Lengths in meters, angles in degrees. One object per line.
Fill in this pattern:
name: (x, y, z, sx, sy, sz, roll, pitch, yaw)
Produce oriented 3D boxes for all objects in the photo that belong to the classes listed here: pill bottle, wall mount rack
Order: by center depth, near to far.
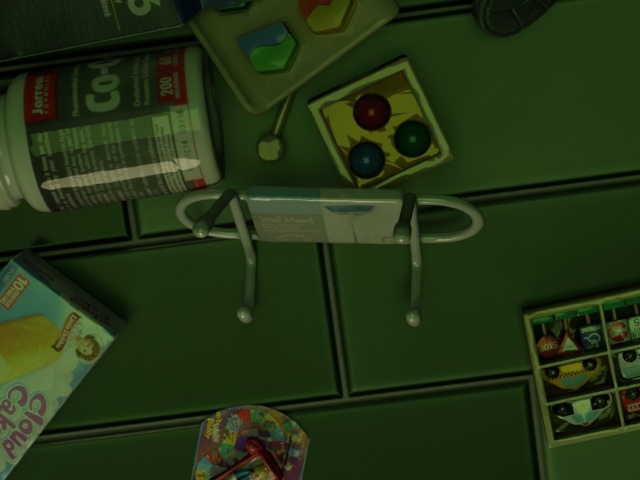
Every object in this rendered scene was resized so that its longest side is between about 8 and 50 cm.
wall mount rack: (0.000, 0.000, 1.697, 0.350, 0.304, 0.130, 1, 66, 7)
pill bottle: (-0.258, -0.119, 1.758, 0.283, 0.161, 0.161, -9, 99, 2)

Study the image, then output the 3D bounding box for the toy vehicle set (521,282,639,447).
toy vehicle set: (0.382, 0.134, 1.846, 0.267, 0.035, 0.166, -13, 98, 3)

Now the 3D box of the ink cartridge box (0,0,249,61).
ink cartridge box: (-0.247, -0.365, 1.686, 0.307, 0.072, 0.303, -10, 113, 8)

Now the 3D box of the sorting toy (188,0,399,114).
sorting toy: (-0.045, -0.274, 1.766, 0.208, 0.038, 0.193, -35, 79, 5)

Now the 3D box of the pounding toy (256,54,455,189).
pounding toy: (0.021, -0.134, 1.783, 0.206, 0.094, 0.181, -25, 98, 5)

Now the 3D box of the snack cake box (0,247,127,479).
snack cake box: (-0.370, 0.160, 1.842, 0.152, 0.089, 0.264, 38, 98, -4)

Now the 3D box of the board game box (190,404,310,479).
board game box: (-0.088, 0.282, 1.883, 0.133, 0.033, 0.169, 11, 99, -1)

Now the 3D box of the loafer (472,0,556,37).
loafer: (0.253, -0.352, 1.762, 0.096, 0.084, 0.267, 26, 104, -34)
